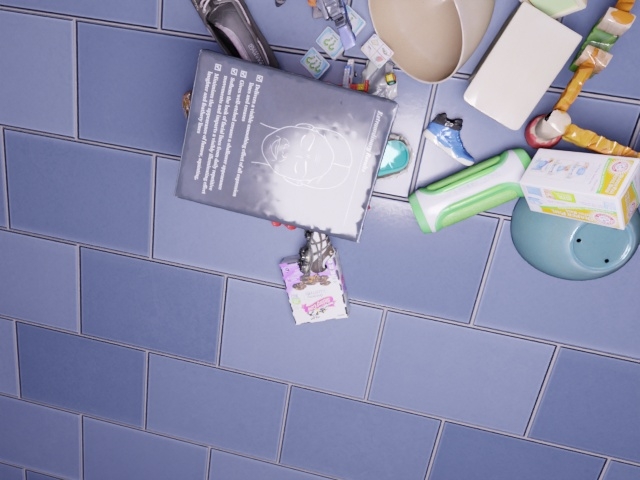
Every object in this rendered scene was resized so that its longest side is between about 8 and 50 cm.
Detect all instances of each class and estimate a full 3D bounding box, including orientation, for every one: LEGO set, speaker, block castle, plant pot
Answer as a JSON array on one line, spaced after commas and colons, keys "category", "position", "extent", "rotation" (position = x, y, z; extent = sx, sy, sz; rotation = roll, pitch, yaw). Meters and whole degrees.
[{"category": "LEGO set", "position": [0.070, -0.436, 1.063], "extent": [0.182, 0.060, 0.244], "rotation": [-43, 73, 19]}, {"category": "speaker", "position": [0.382, -0.123, 1.107], "extent": [0.297, 0.131, 0.131], "rotation": [-23, 101, 15]}, {"category": "block castle", "position": [0.699, -0.367, 0.946], "extent": [0.303, 0.213, 0.453], "rotation": [29, 103, 12]}, {"category": "plant pot", "position": [0.268, -0.525, 0.958], "extent": [0.191, 0.284, 0.284], "rotation": [-39, 98, -12]}, {"category": "plant pot", "position": [0.639, -0.021, 1.059], "extent": [0.290, 0.195, 0.290], "rotation": [3, 106, 9]}]

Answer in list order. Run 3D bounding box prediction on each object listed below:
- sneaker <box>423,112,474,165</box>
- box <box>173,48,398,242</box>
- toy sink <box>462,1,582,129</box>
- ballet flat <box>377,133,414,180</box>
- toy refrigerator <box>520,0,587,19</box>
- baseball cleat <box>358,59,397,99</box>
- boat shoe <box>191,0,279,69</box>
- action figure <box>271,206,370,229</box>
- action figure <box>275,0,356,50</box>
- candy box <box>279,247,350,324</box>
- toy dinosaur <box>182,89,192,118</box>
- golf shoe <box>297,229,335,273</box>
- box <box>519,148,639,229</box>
[{"category": "sneaker", "position": [0.347, -0.262, 1.108], "extent": [0.152, 0.058, 0.084], "rotation": [38, 117, 4]}, {"category": "box", "position": [-0.073, -0.200, 0.949], "extent": [0.396, 0.212, 0.293], "rotation": [15, 103, -4]}, {"category": "toy sink", "position": [0.447, -0.391, 1.017], "extent": [0.153, 0.131, 0.234], "rotation": [30, 104, 0]}, {"category": "ballet flat", "position": [0.032, -0.191, 1.129], "extent": [0.409, 0.147, 0.147], "rotation": [-6, 105, 1]}, {"category": "toy refrigerator", "position": [0.444, -0.568, 0.894], "extent": [0.270, 0.102, 0.094], "rotation": [19, 80, -36]}, {"category": "baseball cleat", "position": [0.135, -0.353, 1.110], "extent": [0.109, 0.072, 0.205], "rotation": [17, 109, 5]}, {"category": "boat shoe", "position": [-0.219, -0.532, 1.081], "extent": [0.112, 0.095, 0.335], "rotation": [-33, 107, 18]}, {"category": "action figure", "position": [-0.018, -0.115, 1.196], "extent": [0.280, 0.091, 0.139], "rotation": [-17, 109, 13]}, {"category": "action figure", "position": [-0.048, -0.554, 0.945], "extent": [0.179, 0.330, 0.341], "rotation": [-19, 102, 15]}, {"category": "candy box", "position": [-0.013, 0.136, 1.277], "extent": [0.165, 0.070, 0.196], "rotation": [-11, 103, 12]}, {"category": "toy dinosaur", "position": [-0.226, -0.264, 1.164], "extent": [0.218, 0.164, 0.322], "rotation": [-20, 145, 15]}, {"category": "golf shoe", "position": [0.000, 0.000, 1.168], "extent": [0.094, 0.077, 0.198], "rotation": [8, 118, -14]}, {"category": "box", "position": [0.561, -0.115, 0.940], "extent": [0.103, 0.203, 0.114], "rotation": [-55, 130, -11]}]
